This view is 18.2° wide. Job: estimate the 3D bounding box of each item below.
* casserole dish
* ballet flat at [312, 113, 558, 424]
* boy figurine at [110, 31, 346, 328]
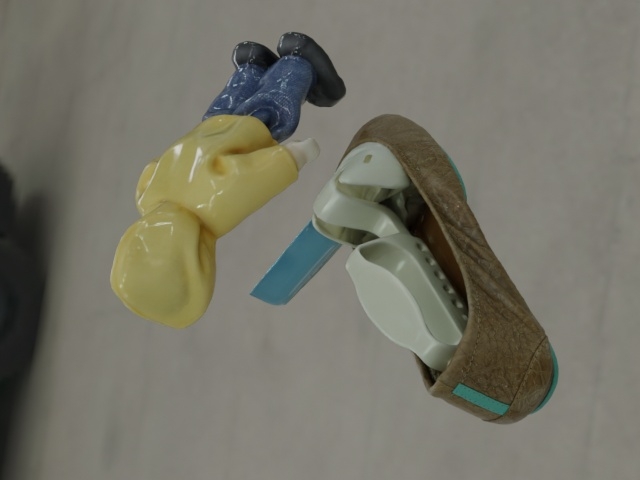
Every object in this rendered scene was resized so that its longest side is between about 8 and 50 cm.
[{"bbox_3d":[0.000,0.000,1.907,0.114,0.037,0.188,-46,-3,-45],"label":"casserole dish"},{"bbox_3d":[0.065,0.009,1.571,0.116,0.124,0.342,-56,42,31],"label":"ballet flat"},{"bbox_3d":[-0.077,-0.051,1.646,0.177,0.092,0.285,-8,42,40],"label":"boy figurine"}]
